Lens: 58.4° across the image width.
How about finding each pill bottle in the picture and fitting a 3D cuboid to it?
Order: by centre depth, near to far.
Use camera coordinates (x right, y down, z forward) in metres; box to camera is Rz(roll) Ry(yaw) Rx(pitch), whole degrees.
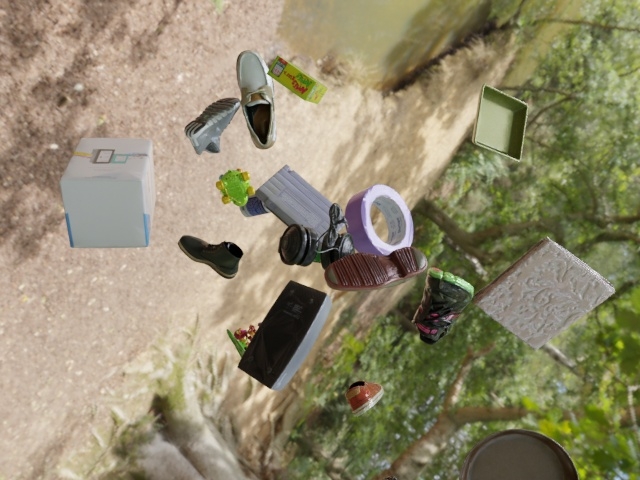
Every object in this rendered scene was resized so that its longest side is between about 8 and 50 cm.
[{"bbox_3d":[-0.251,-0.169,2.485,0.186,0.112,0.112,-10,-174,26],"label":"pill bottle"}]

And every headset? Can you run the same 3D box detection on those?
[{"bbox_3d":[0.000,0.000,1.767,0.394,0.243,0.185,148,-49,-80],"label":"headset"}]

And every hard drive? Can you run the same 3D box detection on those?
[{"bbox_3d":[-0.082,0.228,1.382,0.054,0.172,0.255,41,73,-36],"label":"hard drive"}]

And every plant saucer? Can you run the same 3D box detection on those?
[{"bbox_3d":[0.524,0.648,1.529,0.310,0.310,0.050,-49,177,5],"label":"plant saucer"},{"bbox_3d":[0.526,-0.344,1.706,0.045,0.188,0.188,-7,-109,62],"label":"plant saucer"}]

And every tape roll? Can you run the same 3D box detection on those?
[{"bbox_3d":[0.217,-0.063,2.098,0.090,0.275,0.275,-20,-168,46],"label":"tape roll"}]

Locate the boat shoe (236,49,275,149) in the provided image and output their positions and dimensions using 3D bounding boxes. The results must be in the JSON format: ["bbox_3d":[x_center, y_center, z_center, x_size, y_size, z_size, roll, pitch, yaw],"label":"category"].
[{"bbox_3d":[-0.189,-0.431,1.752,0.113,0.302,0.103,-13,-166,-1],"label":"boat shoe"}]

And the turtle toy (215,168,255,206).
[{"bbox_3d":[-0.229,-0.141,1.543,0.095,0.066,0.130,-20,132,-7],"label":"turtle toy"}]

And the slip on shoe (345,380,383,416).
[{"bbox_3d":[0.161,0.571,2.150,0.123,0.101,0.331,-36,169,8],"label":"slip on shoe"}]

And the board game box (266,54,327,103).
[{"bbox_3d":[-0.044,-0.328,1.181,0.043,0.092,0.181,-54,180,14],"label":"board game box"}]

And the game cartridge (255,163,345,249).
[{"bbox_3d":[-0.074,-0.132,2.322,0.230,0.355,0.068,-48,178,-39],"label":"game cartridge"}]

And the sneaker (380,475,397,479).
[{"bbox_3d":[0.217,0.716,1.466,0.134,0.146,0.343,-26,174,-10],"label":"sneaker"}]

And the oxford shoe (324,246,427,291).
[{"bbox_3d":[0.158,0.111,1.736,0.348,0.123,0.130,-6,151,-26],"label":"oxford shoe"}]

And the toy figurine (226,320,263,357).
[{"bbox_3d":[-0.215,0.338,1.986,0.159,0.173,0.130,-31,155,-21],"label":"toy figurine"}]

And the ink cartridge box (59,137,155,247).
[{"bbox_3d":[-0.553,-0.133,1.528,0.270,0.197,0.198,-107,-161,-57],"label":"ink cartridge box"}]

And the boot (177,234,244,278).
[{"bbox_3d":[-0.315,0.019,1.678,0.137,0.198,0.077,-54,-171,54],"label":"boot"}]

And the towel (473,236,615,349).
[{"bbox_3d":[0.718,0.177,1.855,0.332,0.317,0.053,-47,-163,27],"label":"towel"}]

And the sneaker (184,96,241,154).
[{"bbox_3d":[-0.329,-0.352,1.818,0.228,0.086,0.132,-45,141,-30],"label":"sneaker"}]

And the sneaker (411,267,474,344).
[{"bbox_3d":[0.449,0.263,2.140,0.202,0.185,0.483,-59,157,-24],"label":"sneaker"}]
